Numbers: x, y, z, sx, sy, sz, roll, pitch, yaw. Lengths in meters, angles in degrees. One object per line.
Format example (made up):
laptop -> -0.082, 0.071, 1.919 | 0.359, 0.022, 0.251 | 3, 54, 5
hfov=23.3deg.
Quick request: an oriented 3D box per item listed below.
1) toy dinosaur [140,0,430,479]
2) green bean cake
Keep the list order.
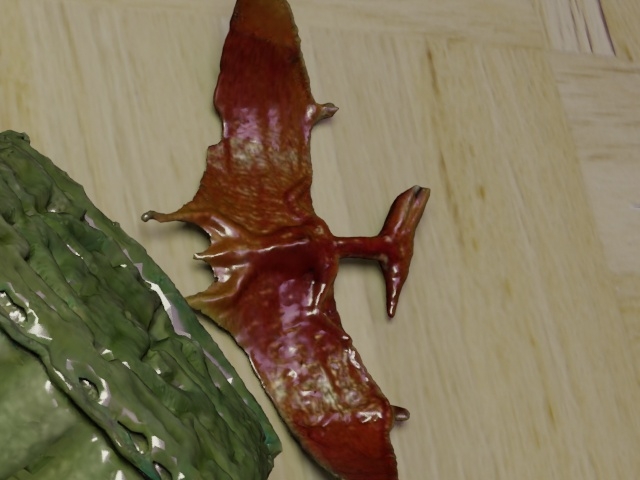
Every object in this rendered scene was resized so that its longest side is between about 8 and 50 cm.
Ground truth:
toy dinosaur -> -0.006, 0.005, 0.958 | 0.206, 0.113, 0.327 | 23, 58, -19
green bean cake -> -0.135, 0.071, 0.767 | 0.241, 0.132, 0.255 | 48, 11, -4
